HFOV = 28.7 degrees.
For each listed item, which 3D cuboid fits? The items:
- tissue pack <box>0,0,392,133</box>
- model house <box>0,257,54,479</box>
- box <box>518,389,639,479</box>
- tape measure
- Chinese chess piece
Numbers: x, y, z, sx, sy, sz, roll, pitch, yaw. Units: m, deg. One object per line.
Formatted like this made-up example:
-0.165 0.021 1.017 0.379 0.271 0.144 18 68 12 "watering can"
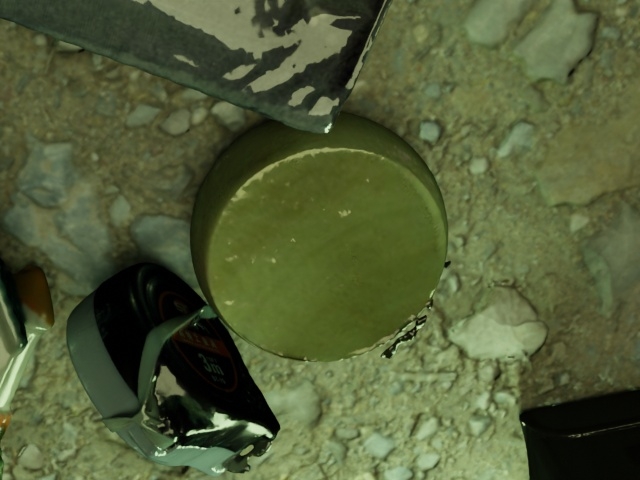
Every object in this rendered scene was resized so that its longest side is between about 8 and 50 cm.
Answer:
-0.120 -0.277 0.932 0.394 0.124 0.288 19 112 -18 "tissue pack"
-0.345 0.050 1.049 0.271 0.190 0.300 26 93 -17 "model house"
0.401 0.292 1.260 0.345 0.204 0.251 -11 118 -5 "box"
-0.137 0.111 1.091 0.107 0.181 0.182 -37 152 13 "tape measure"
0.000 0.000 1.108 0.238 0.092 0.237 -4 115 -9 "Chinese chess piece"
